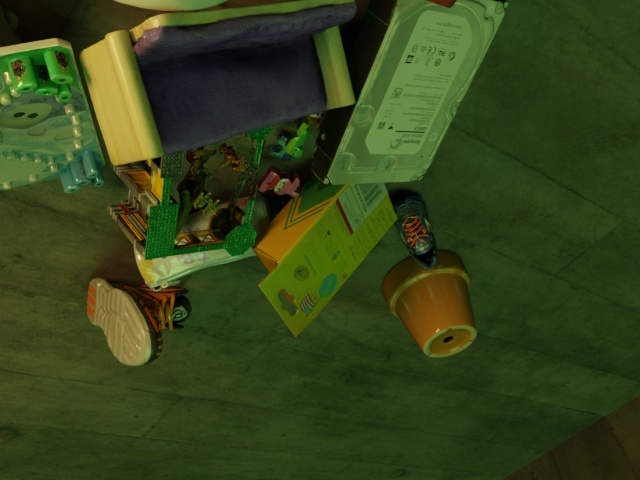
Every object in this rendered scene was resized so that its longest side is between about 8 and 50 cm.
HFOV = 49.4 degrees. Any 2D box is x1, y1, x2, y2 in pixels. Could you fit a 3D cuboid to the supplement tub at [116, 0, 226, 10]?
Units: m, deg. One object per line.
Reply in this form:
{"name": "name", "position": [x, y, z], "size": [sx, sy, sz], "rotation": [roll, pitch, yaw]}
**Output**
{"name": "supplement tub", "position": [-0.165, -0.440, 0.717], "size": [0.240, 0.241, 0.331], "rotation": [0, 137, -20]}

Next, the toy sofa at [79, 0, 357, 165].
{"name": "toy sofa", "position": [-0.105, -0.215, 0.913], "size": [0.362, 0.150, 0.177], "rotation": [-24, -164, -41]}

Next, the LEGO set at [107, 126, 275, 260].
{"name": "LEGO set", "position": [-0.224, -0.131, 1.141], "size": [0.254, 0.192, 0.332], "rotation": [-17, 130, -31]}

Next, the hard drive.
{"name": "hard drive", "position": [0.137, -0.244, 1.111], "size": [0.236, 0.064, 0.339], "rotation": [-5, 132, -39]}

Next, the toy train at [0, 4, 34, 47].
{"name": "toy train", "position": [-0.484, -0.279, 0.845], "size": [0.190, 0.142, 0.334], "rotation": [-23, 154, -7]}

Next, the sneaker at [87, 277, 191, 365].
{"name": "sneaker", "position": [-0.317, 0.139, 1.321], "size": [0.180, 0.321, 0.125], "rotation": [3, 105, -33]}

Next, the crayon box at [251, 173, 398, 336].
{"name": "crayon box", "position": [0.000, 0.000, 1.292], "size": [0.318, 0.081, 0.202], "rotation": [-49, 143, -17]}

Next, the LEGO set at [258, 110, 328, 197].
{"name": "LEGO set", "position": [-0.012, -0.173, 1.201], "size": [0.093, 0.087, 0.227], "rotation": [23, 126, -23]}

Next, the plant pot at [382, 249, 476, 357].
{"name": "plant pot", "position": [0.267, 0.159, 1.612], "size": [0.205, 0.188, 0.205], "rotation": [-10, 140, -9]}

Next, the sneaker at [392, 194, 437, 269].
{"name": "sneaker", "position": [0.206, -0.017, 1.466], "size": [0.083, 0.087, 0.221], "rotation": [-27, 140, 10]}

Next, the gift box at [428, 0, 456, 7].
{"name": "gift box", "position": [0.107, -0.463, 0.775], "size": [0.255, 0.258, 0.276], "rotation": [11, 140, -30]}

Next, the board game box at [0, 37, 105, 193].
{"name": "board game box", "position": [-0.506, -0.117, 0.948], "size": [0.389, 0.050, 0.390], "rotation": [-15, 168, -15]}

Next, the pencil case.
{"name": "pencil case", "position": [-0.211, 0.001, 1.303], "size": [0.272, 0.124, 0.114], "rotation": [-19, 137, 0]}
